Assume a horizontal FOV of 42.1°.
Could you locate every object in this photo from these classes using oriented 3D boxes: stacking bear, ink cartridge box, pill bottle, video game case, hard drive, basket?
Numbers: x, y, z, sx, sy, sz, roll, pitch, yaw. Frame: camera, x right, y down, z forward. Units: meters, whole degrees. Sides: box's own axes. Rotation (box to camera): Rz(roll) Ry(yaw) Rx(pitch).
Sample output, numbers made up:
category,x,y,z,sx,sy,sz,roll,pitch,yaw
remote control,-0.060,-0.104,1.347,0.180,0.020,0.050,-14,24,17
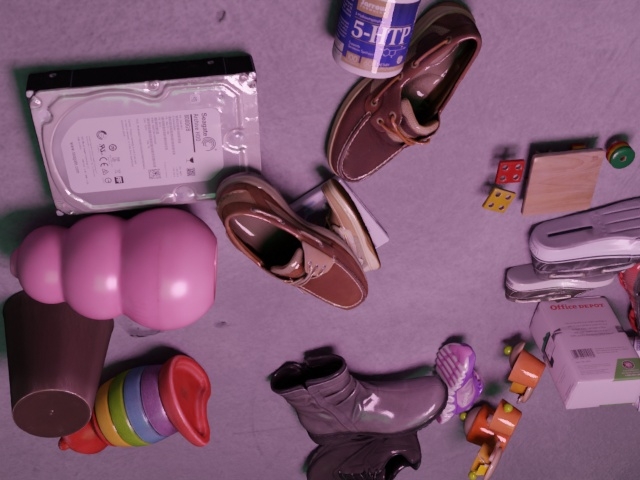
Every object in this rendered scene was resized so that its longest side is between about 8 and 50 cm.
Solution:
category,x,y,z,sx,sy,sz,roll,pitch,yaw
stacking bear,-0.382,0.340,1.644,0.289,0.175,0.164,-19,134,13
ink cartridge box,0.551,0.228,1.724,0.160,0.219,0.093,-2,133,-11
pill bottle,0.087,-0.341,1.203,0.112,0.112,0.187,1,129,-14
video game case,-0.002,-0.007,1.522,0.201,0.023,0.183,-31,129,14
hard drive,-0.264,-0.160,1.306,0.338,0.064,0.237,-6,131,-9
basket,-0.467,0.217,1.466,0.204,0.227,0.154,20,122,-26

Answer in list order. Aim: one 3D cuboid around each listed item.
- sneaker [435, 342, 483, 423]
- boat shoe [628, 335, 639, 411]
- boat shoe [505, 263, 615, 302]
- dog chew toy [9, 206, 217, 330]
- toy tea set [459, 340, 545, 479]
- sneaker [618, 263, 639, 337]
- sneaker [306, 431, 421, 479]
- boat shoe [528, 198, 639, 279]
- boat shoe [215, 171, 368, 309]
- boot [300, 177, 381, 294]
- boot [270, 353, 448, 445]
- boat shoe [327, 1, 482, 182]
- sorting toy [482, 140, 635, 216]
category,x,y,z,sx,sy,sz,roll,pitch,yaw
sneaker,0.309,0.303,1.819,0.104,0.095,0.236,-8,136,-15
boat shoe,0.717,0.307,1.926,0.084,0.095,0.258,-1,133,25
boat shoe,0.481,0.085,1.684,0.219,0.078,0.070,-4,130,0
dog chew toy,-0.339,0.043,1.376,0.331,0.207,0.207,2,129,-5
toy tea set,0.390,0.360,1.853,0.124,0.200,0.336,26,110,17
sneaker,0.695,0.132,1.732,0.097,0.135,0.276,-22,130,8
sneaker,0.100,0.512,1.913,0.286,0.130,0.109,-26,132,10
boat shoe,0.572,0.004,1.622,0.335,0.121,0.119,-6,139,5
boat shoe,-0.048,0.026,1.365,0.324,0.116,0.123,37,117,-24
boot,0.000,0.000,1.466,0.165,0.077,0.213,-22,131,8
boot,0.083,0.317,1.736,0.338,0.118,0.223,-19,131,11
boat shoe,0.132,-0.210,1.316,0.123,0.123,0.342,26,119,-30
sorting toy,0.425,-0.114,1.517,0.274,0.046,0.132,-7,131,-8
